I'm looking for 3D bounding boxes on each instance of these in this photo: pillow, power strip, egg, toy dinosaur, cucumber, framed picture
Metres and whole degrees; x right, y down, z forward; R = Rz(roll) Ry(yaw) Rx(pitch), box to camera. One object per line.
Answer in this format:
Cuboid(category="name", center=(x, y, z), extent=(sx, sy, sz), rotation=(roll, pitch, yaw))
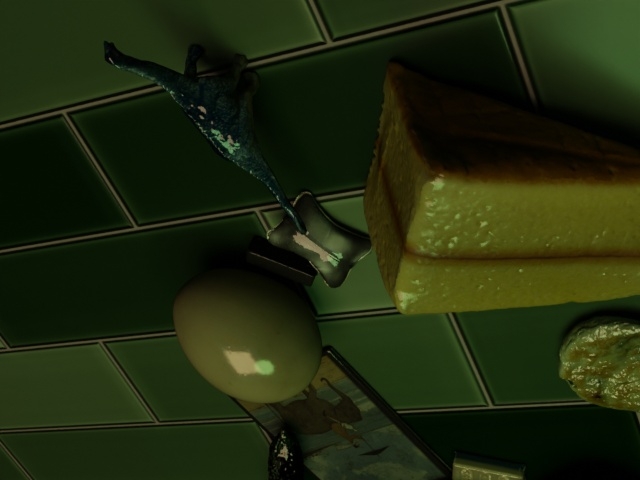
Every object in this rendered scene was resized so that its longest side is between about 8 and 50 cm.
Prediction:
Cuboid(category="pillow", center=(0.000, 0.001, 1.439), extent=(0.135, 0.055, 0.091), rotation=(37, 131, -14))
Cuboid(category="power strip", center=(-0.056, 0.032, 1.502), extent=(0.111, 0.038, 0.029), rotation=(22, 136, 4))
Cuboid(category="egg", center=(-0.110, 0.140, 1.518), extent=(0.241, 0.186, 0.186), rotation=(38, 134, 1))
Cuboid(category="toy dinosaur", center=(-0.126, -0.158, 1.295), extent=(0.076, 0.147, 0.363), rotation=(-20, 127, 37))
Cuboid(category="cucumber", center=(-0.064, 0.437, 1.825), extent=(0.072, 0.072, 0.300), rotation=(14, 139, 11))
Cuboid(category="power strip", center=(0.282, 0.390, 1.684), extent=(0.123, 0.032, 0.056), rotation=(8, 133, 15))
Cuboid(category="framed picture", center=(0.033, 0.334, 1.751), extent=(0.265, 0.016, 0.347), rotation=(-26, 117, 37))

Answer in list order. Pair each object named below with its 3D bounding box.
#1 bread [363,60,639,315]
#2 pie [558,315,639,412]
Cuboid(category="bread", center=(0.258, -0.057, 1.255), extent=(0.361, 0.245, 0.233), rotation=(0, 133, -10))
Cuboid(category="pie", center=(0.428, 0.176, 1.426), extent=(0.186, 0.041, 0.187), rotation=(11, 133, 12))
